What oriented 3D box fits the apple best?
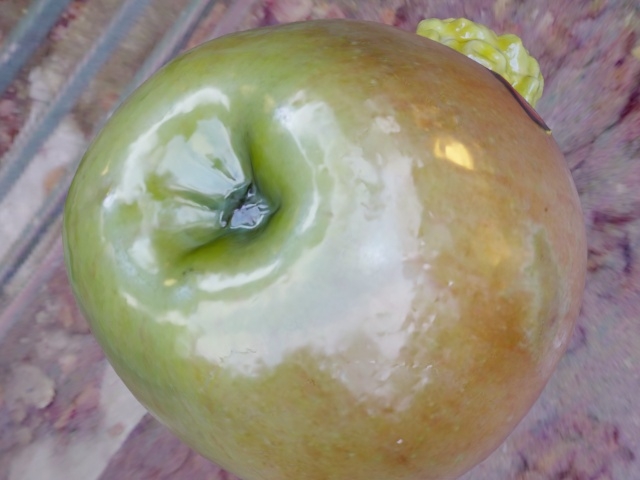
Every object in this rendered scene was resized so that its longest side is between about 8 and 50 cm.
[{"bbox_3d":[0.000,0.000,0.899,0.338,0.305,0.338,-19,57,33],"label":"apple"}]

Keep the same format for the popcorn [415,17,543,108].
[{"bbox_3d":[0.123,-0.102,1.340,0.173,0.225,0.286,30,138,12],"label":"popcorn"}]
